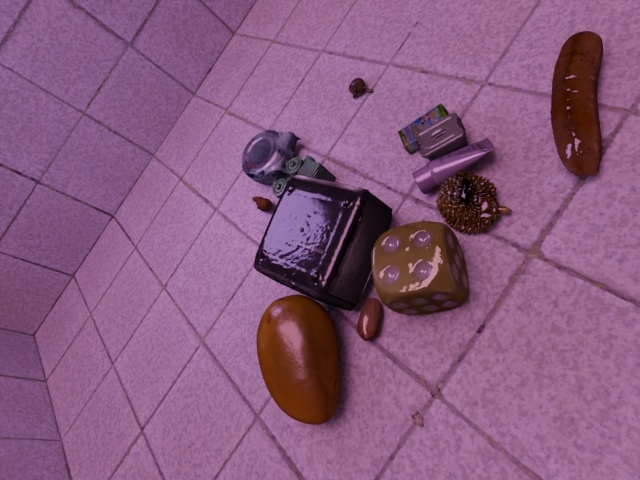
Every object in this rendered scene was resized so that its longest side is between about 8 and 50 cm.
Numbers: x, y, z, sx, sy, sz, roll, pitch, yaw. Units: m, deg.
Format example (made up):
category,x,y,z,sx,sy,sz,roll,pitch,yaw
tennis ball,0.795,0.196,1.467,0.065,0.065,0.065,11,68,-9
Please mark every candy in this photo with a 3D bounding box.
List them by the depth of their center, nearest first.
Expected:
category,x,y,z,sx,sy,sz,roll,pitch,yaw
candy,0.398,-0.419,1.673,0.195,0.062,0.097,-31,52,25

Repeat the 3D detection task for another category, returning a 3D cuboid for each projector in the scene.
category,x,y,z,sx,sy,sz,roll,pitch,yaw
projector,0.000,0.000,1.597,0.395,0.242,0.404,19,84,41

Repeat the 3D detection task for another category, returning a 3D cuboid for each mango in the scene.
category,x,y,z,sx,sy,sz,roll,pitch,yaw
mango,-0.068,0.401,1.513,0.300,0.232,0.445,-30,64,21

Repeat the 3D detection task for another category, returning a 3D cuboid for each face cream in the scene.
category,x,y,z,sx,sy,sz,roll,pitch,yaw
face cream,0.456,-0.261,1.517,0.274,0.096,0.154,-30,14,21

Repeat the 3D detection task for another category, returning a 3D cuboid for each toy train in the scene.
category,x,y,z,sx,sy,sz,roll,pitch,yaw
toy train,-0.084,-0.236,1.909,0.202,0.145,0.265,32,90,41

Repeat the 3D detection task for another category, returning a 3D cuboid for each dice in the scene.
category,x,y,z,sx,sy,sz,roll,pitch,yaw
dice,0.308,0.089,1.370,0.238,0.227,0.233,-18,59,29

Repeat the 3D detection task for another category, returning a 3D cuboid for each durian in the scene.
category,x,y,z,sx,sy,sz,roll,pitch,yaw
durian,0.473,-0.127,1.408,0.238,0.138,0.193,11,75,41

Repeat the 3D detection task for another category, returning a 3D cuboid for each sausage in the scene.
category,x,y,z,sx,sy,sz,roll,pitch,yaw
sausage,0.770,-0.418,1.335,0.136,0.123,0.500,9,71,11

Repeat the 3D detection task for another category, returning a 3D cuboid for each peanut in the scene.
category,x,y,z,sx,sy,sz,roll,pitch,yaw
peanut,0.167,0.265,1.495,0.076,0.076,0.152,-4,61,37

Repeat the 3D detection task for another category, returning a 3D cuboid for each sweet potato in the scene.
category,x,y,z,sx,sy,sz,roll,pitch,yaw
sweet potato,-0.275,-0.172,2.092,0.068,0.068,0.226,-59,28,-2

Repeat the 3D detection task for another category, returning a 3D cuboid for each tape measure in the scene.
category,x,y,z,sx,sy,sz,roll,pitch,yaw
tape measure,-0.241,-0.393,2.117,0.275,0.147,0.256,8,75,37

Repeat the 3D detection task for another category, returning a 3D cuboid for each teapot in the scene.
category,x,y,z,sx,sy,sz,roll,pitch,yaw
teapot,0.186,-0.681,1.994,0.111,0.085,0.080,18,53,15

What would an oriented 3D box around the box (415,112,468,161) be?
category,x,y,z,sx,sy,sz,roll,pitch,yaw
box,0.440,-0.357,1.585,0.172,0.093,0.123,-26,54,27
